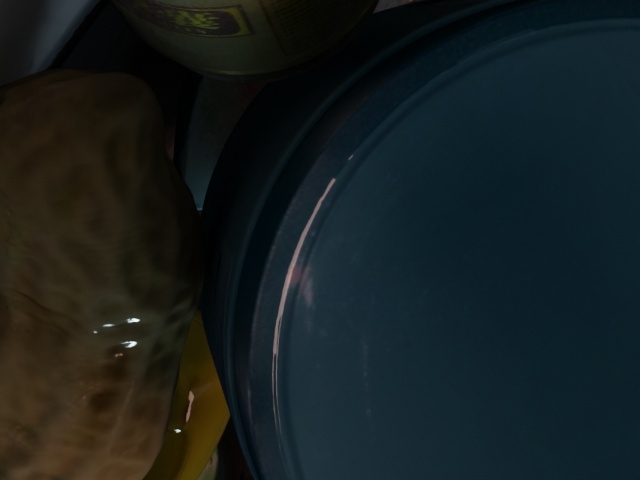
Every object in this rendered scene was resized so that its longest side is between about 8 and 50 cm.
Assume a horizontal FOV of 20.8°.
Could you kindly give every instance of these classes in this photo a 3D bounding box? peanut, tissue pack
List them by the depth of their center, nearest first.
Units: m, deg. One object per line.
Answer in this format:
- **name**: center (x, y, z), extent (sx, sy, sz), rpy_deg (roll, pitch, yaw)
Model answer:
- **peanut**: center (-0.142, 0.031, 0.938), extent (0.153, 0.140, 0.325), rpy_deg (-8, 139, -18)
- **tissue pack**: center (-0.133, 0.127, 1.307), extent (0.127, 0.123, 0.178), rpy_deg (-33, 152, -61)

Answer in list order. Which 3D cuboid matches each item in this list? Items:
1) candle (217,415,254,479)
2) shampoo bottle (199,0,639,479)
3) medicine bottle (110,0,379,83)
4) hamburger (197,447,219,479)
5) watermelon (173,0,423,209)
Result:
- **candle**: center (-0.062, 0.245, 1.627), extent (0.287, 0.131, 0.317), rpy_deg (-120, -136, -57)
- **shampoo bottle**: center (0.105, 0.034, 0.924), extent (0.331, 0.331, 0.342), rpy_deg (-59, -169, 2)
- **medicine bottle**: center (-0.047, -0.172, 0.736), extent (0.151, 0.151, 0.322), rpy_deg (-58, 171, -6)
- **hamburger**: center (-0.167, 0.243, 1.478), extent (0.214, 0.125, 0.235), rpy_deg (46, 60, -70)
- **watermelon**: center (0.020, -0.101, 1.132), extent (0.289, 0.213, 0.320), rpy_deg (-47, 175, -38)
